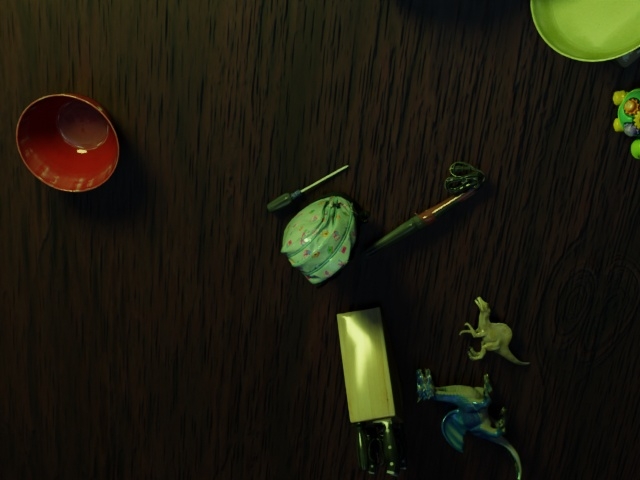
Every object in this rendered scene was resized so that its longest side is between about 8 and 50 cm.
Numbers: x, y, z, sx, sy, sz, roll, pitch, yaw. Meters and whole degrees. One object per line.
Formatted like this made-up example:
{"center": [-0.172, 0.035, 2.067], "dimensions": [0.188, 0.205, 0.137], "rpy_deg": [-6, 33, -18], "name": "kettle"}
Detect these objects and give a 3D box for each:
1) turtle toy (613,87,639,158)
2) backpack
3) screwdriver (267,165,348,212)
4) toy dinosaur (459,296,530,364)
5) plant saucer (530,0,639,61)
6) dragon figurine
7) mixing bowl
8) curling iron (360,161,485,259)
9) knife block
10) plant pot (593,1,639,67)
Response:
{"center": [0.543, -0.198, 1.756], "dimensions": [0.095, 0.066, 0.130], "rpy_deg": [-5, 117, 8], "name": "turtle toy"}
{"center": [0.000, 0.000, 1.850], "dimensions": [0.115, 0.182, 0.152], "rpy_deg": [38, 116, -14], "name": "backpack"}
{"center": [-0.025, -0.096, 1.893], "dimensions": [0.170, 0.024, 0.025], "rpy_deg": [-31, 139, 18], "name": "screwdriver"}
{"center": [0.327, 0.197, 1.996], "dimensions": [0.092, 0.053, 0.183], "rpy_deg": [-28, 112, 17], "name": "toy dinosaur"}
{"center": [0.442, -0.388, 1.612], "dimensions": [0.241, 0.241, 0.037], "rpy_deg": [-42, 150, 23], "name": "plant saucer"}
{"center": [0.289, 0.356, 2.064], "dimensions": [0.144, 0.085, 0.289], "rpy_deg": [-23, 109, 19], "name": "dragon figurine"}
{"center": [-0.430, -0.187, 1.840], "dimensions": [0.181, 0.098, 0.181], "rpy_deg": [3, 118, 5], "name": "mixing bowl"}
{"center": [0.180, -0.049, 1.889], "dimensions": [0.274, 0.035, 0.068], "rpy_deg": [-38, 104, 21], "name": "curling iron"}
{"center": [0.099, 0.297, 1.964], "dimensions": [0.088, 0.242, 0.276], "rpy_deg": [-11, 116, 10], "name": "knife block"}
{"center": [0.483, -0.338, 1.671], "dimensions": [0.109, 0.096, 0.109], "rpy_deg": [42, 115, -16], "name": "plant pot"}
